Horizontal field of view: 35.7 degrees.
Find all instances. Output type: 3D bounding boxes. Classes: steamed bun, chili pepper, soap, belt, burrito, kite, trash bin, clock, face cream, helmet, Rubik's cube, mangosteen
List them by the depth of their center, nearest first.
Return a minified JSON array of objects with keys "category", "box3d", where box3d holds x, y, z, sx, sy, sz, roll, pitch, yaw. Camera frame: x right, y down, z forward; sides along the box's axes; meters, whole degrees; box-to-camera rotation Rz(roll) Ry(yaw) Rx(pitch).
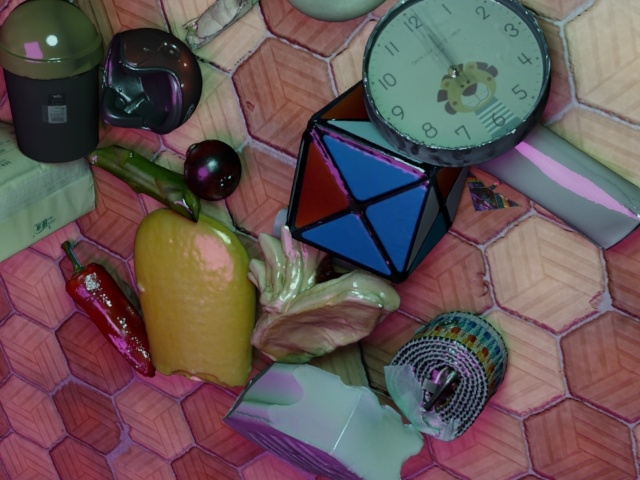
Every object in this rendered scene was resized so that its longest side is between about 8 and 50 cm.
[{"category":"clock","box3d":[0.218,-0.272,1.602,0.312,0.313,0.061,25,168,14]},{"category":"Rubik's cube","box3d":[0.111,-0.113,1.769,0.248,0.250,0.246,26,127,17]},{"category":"kite","box3d":[0.306,-0.085,1.830,0.122,0.004,0.090,40,129,3]},{"category":"burrito","box3d":[-0.179,-0.429,1.864,0.229,0.063,0.058,-24,114,39]},{"category":"helmet","box3d":[-0.331,-0.312,1.933,0.216,0.193,0.189,45,136,9]},{"category":"belt","box3d":[0.248,0.266,1.976,0.207,0.150,0.257,41,129,12]},{"category":"steamed bun","box3d":[-0.032,0.101,1.997,0.247,0.189,0.428,16,151,-22]},{"category":"face cream","box3d":[0.000,0.000,2.017,0.198,0.057,0.084,24,135,17]},{"category":"mangosteen","box3d":[-0.228,-0.149,2.028,0.140,0.140,0.140,14,123,22]},{"category":"trash bin","box3d":[-0.548,-0.343,2.033,0.214,0.214,0.334,20,133,18]},{"category":"soap","box3d":[-0.021,0.382,2.082,0.261,0.156,0.446,40,159,-23]},{"category":"soap","box3d":[-0.279,0.121,2.209,0.306,0.115,0.427,16,123,25]},{"category":"chili pepper","box3d":[-0.503,0.163,2.361,0.110,0.110,0.387,-33,95,38]}]

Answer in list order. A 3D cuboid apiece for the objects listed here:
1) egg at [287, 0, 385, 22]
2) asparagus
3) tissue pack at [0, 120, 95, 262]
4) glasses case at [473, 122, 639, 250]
[{"category":"egg","box3d":[0.047,-0.513,1.564,0.258,0.258,0.352,29,121,11]},{"category":"asparagus","box3d":[-0.376,-0.138,2.120,0.343,0.082,0.085,30,97,27]},{"category":"tissue pack","box3d":[-0.720,-0.105,2.155,0.297,0.380,0.207,15,119,23]},{"category":"glasses case","box3d":[0.412,-0.106,1.711,0.308,0.083,0.128,35,134,7]}]
